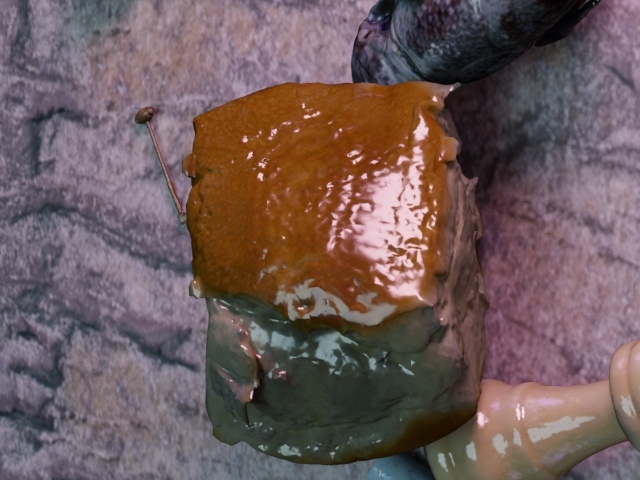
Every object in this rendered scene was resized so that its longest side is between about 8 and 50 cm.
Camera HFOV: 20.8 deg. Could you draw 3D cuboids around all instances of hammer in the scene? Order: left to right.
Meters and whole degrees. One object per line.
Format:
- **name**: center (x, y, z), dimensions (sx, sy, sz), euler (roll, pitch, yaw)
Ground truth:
- **hammer**: center (-0.155, -0.074, 1.719), dimensions (0.029, 0.014, 0.123), euler (-27, 80, 44)

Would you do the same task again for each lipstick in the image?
- **lipstick**: center (0.113, 0.244, 1.537), dimensions (0.158, 0.048, 0.048), euler (34, 115, 28)

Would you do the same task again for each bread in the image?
- **bread**: center (0.009, 0.033, 1.431), dimensions (0.250, 0.225, 0.279), euler (-4, 53, 15)

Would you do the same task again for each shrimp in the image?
- **shrimp**: center (0.130, -0.224, 1.389), dimensions (0.372, 0.172, 0.137), euler (-42, 30, 40)

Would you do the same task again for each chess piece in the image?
- **chess piece**: center (0.269, 0.120, 1.367), dimensions (0.397, 0.117, 0.117), euler (-22, 82, 35)
